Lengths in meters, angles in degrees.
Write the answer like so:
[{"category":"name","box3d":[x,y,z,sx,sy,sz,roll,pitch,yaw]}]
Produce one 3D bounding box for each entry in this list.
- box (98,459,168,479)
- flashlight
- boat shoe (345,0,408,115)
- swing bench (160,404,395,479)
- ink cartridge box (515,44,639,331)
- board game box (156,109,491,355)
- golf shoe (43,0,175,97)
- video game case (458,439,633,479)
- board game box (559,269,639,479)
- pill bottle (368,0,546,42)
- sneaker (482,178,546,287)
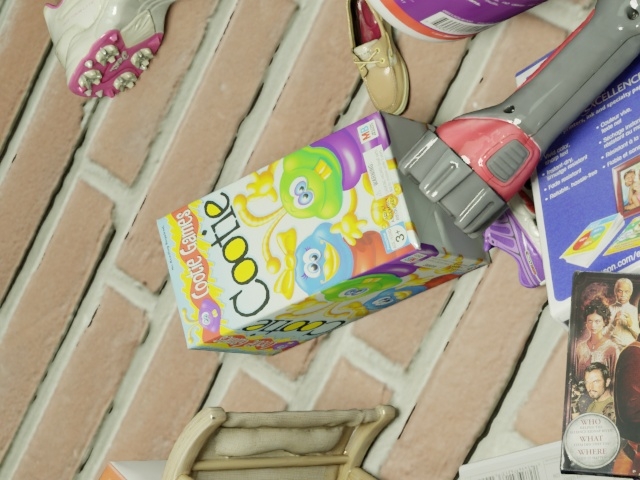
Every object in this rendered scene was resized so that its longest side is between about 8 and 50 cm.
[{"category":"box","box3d":[-0.177,0.420,1.815,0.215,0.168,0.345,39,106,31]},{"category":"flashlight","box3d":[0.207,-0.141,1.603,0.304,0.103,0.103,-47,71,3]},{"category":"boat shoe","box3d":[0.051,-0.188,1.802,0.050,0.045,0.135,-24,72,30]},{"category":"swing bench","box3d":[0.006,0.286,1.640,0.254,0.253,0.165,50,119,34]},{"category":"ink cartridge box","box3d":[0.322,-0.100,1.570,0.304,0.072,0.307,-31,39,28]},{"category":"board game box","box3d":[0.000,0.000,1.757,0.275,0.142,0.144,-25,71,29]},{"category":"golf shoe","box3d":[-0.196,-0.299,1.946,0.306,0.115,0.140,-47,59,20]},{"category":"video game case","box3d":[0.245,0.280,1.632,0.227,0.026,0.206,-19,74,30]},{"category":"board game box","box3d":[0.318,0.113,1.442,0.243,0.042,0.165,3,79,9]},{"category":"pill bottle","box3d":[0.174,-0.298,1.588,0.323,0.181,0.181,-19,73,57]},{"category":"sneaker","box3d":[0.168,-0.029,1.695,0.071,0.068,0.170,-42,64,30]}]
